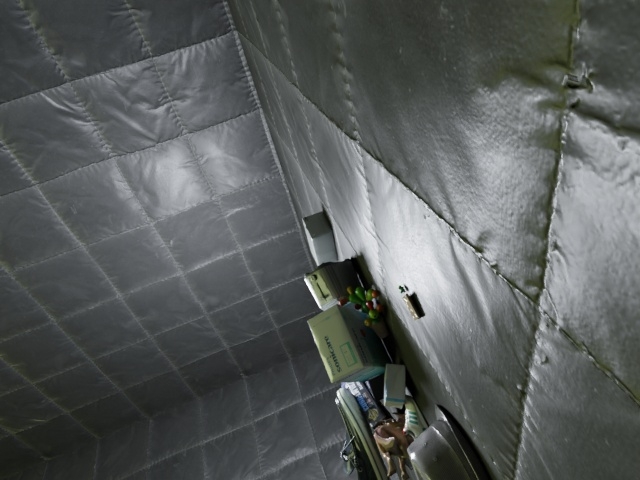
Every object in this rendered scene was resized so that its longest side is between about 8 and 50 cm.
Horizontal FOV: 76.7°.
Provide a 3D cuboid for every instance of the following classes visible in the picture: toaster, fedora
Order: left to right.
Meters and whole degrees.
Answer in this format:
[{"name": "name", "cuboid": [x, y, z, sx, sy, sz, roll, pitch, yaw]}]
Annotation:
[{"name": "toaster", "cuboid": [0.058, 0.154, 1.423, 0.227, 0.129, 0.146, -5, -113, -53]}, {"name": "fedora", "cuboid": [0.283, 0.532, 0.933, 0.275, 0.124, 0.244, -128, 18, -70]}]

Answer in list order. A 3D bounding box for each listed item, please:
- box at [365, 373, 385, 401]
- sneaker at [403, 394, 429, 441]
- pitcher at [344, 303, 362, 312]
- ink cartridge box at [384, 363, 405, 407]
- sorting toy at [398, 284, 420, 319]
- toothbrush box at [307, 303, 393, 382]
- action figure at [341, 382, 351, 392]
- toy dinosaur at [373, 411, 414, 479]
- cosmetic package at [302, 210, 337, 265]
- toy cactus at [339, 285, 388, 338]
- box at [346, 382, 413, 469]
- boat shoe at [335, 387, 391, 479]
[{"name": "box", "cuboid": [0.205, 0.503, 1.659, 0.261, 0.103, 0.184, -144, 31, -79]}, {"name": "sneaker", "cuboid": [0.284, 0.565, 1.266, 0.057, 0.075, 0.161, 75, 171, -46]}, {"name": "pitcher", "cuboid": [0.120, 0.307, 1.725, 0.178, 0.125, 0.207, 53, 161, 6]}, {"name": "ink cartridge box", "cuboid": [0.234, 0.468, 1.286, 0.180, 0.060, 0.104, 79, -166, -58]}, {"name": "sorting toy", "cuboid": [0.195, 0.133, 0.891, 0.062, 0.012, 0.083, 73, 172, -73]}, {"name": "toothbrush box", "cuboid": [0.108, 0.355, 1.371, 0.295, 0.126, 0.216, 30, -149, -56]}, {"name": "action figure", "cuboid": [0.213, 0.695, 2.243, 0.330, 0.178, 0.341, 59, 143, 25]}, {"name": "toy dinosaur", "cuboid": [0.237, 0.650, 1.325, 0.295, 0.127, 0.200, 43, -172, -46]}, {"name": "cosmetic package", "cuboid": [0.000, 0.000, 1.763, 0.238, 0.107, 0.127, 82, 166, -54]}, {"name": "toy cactus", "cuboid": [0.152, 0.230, 1.269, 0.181, 0.112, 0.219, 60, 167, -9]}, {"name": "box", "cuboid": [0.253, 0.731, 1.648, 0.293, 0.073, 0.295, 54, 175, -20]}, {"name": "boat shoe", "cuboid": [0.149, 0.829, 1.568, 0.187, 0.156, 0.500, 37, -148, -83]}]
